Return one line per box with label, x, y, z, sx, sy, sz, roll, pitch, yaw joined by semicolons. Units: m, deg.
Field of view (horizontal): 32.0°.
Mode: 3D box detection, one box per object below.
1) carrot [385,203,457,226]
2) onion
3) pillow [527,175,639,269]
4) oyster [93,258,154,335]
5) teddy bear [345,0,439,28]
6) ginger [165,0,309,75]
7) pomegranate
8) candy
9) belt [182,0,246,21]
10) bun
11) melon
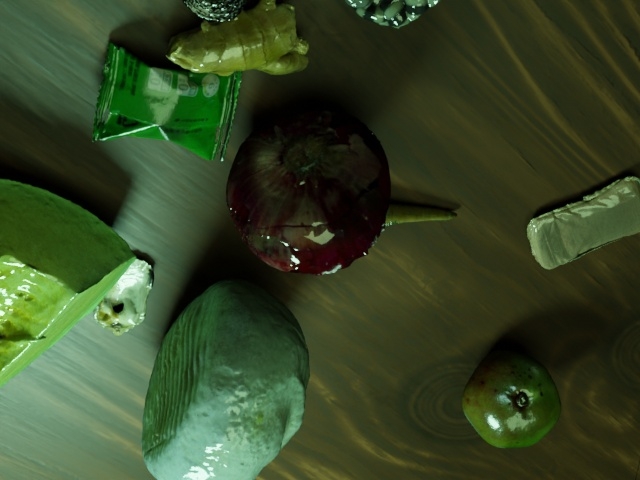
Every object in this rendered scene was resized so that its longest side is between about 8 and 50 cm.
carrot;0.107;-0.045;1.786;0.254;0.049;0.049;2;127;-22
onion;-0.011;-0.066;1.621;0.252;0.252;0.219;-23;153;2
pillow;0.457;-0.028;1.902;0.211;0.034;0.135;-22;133;3
oyster;-0.310;0.087;1.765;0.122;0.045;0.146;-26;122;9
teddy bear;0.046;-0.368;1.451;0.251;0.144;0.171;23;132;-27
ginger;-0.103;-0.273;1.519;0.205;0.081;0.115;-4;160;-23
pomegranate;0.344;0.293;2.048;0.180;0.180;0.209;-15;167;-4
candy;-0.212;-0.184;1.563;0.203;0.078;0.141;6;126;-26
belt;-0.142;-0.441;1.368;0.126;0.094;0.359;-13;130;-7
bun;-0.145;0.235;1.743;0.211;0.362;0.362;19;120;-25
melon;-0.481;0.094;1.624;0.331;0.226;0.343;17;135;-40
